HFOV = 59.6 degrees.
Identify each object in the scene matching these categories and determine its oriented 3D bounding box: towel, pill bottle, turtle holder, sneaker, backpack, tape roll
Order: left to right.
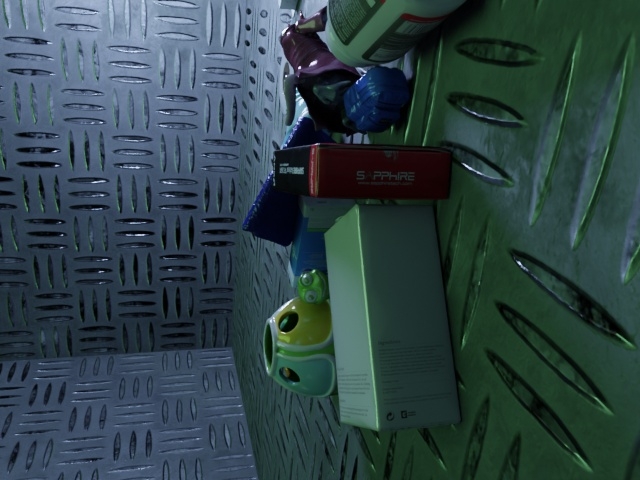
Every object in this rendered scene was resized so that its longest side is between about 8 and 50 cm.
[{"bbox_3d":[-0.074,-0.143,1.392,0.308,0.076,0.227,-62,-24,1],"label":"towel"},{"bbox_3d":[-0.078,-0.514,1.802,0.219,0.072,0.219,179,90,-75],"label":"tape roll"},{"bbox_3d":[-0.060,-0.333,1.659,0.319,0.127,0.208,127,138,-51],"label":"sneaker"},{"bbox_3d":[-0.004,0.228,1.279,0.320,0.227,0.243,120,146,-62],"label":"turtle holder"},{"bbox_3d":[0.117,-0.272,1.081,0.120,0.098,0.101,-37,63,55],"label":"backpack"},{"bbox_3d":[0.112,-0.402,0.933,0.318,0.176,0.176,173,97,-74],"label":"pill bottle"}]

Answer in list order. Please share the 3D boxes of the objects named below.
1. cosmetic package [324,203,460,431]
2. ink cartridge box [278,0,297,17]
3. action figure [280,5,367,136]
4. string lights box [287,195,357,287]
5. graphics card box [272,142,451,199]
[{"bbox_3d":[0.114,0.135,0.989,0.197,0.155,0.366,142,126,-70],"label":"cosmetic package"},{"bbox_3d":[-0.110,-0.871,1.921,0.180,0.060,0.104,117,148,-59],"label":"ink cartridge box"},{"bbox_3d":[-0.021,-0.390,1.284,0.248,0.275,0.370,100,148,-52],"label":"action figure"},{"bbox_3d":[0.000,0.000,1.429,0.077,0.133,0.260,-112,26,-50],"label":"string lights box"},{"bbox_3d":[0.054,-0.129,1.053,0.371,0.232,0.094,-154,64,-72],"label":"graphics card box"}]
